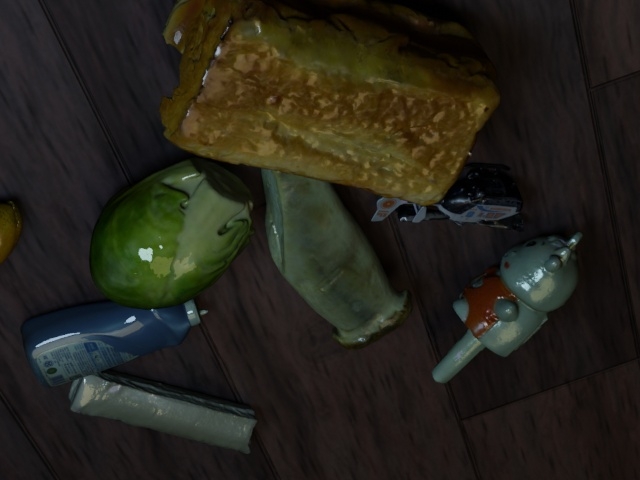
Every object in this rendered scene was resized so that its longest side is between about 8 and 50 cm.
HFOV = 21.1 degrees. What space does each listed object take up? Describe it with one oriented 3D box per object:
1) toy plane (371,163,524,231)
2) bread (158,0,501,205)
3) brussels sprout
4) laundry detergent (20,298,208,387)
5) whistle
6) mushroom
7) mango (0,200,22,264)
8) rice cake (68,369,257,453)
[{"bbox_3d":[0.155,-0.043,1.933,0.197,0.053,0.078,0,143,-24],"label":"toy plane"},{"bbox_3d":[0.006,-0.157,1.699,0.344,0.149,0.195,14,117,-28],"label":"bread"},{"bbox_3d":[-0.158,-0.001,1.800,0.161,0.143,0.180,5,136,-44],"label":"brussels sprout"},{"bbox_3d":[-0.228,0.103,1.945,0.206,0.061,0.096,-16,135,-2],"label":"laundry detergent"},{"bbox_3d":[0.221,0.076,2.037,0.102,0.106,0.253,11,127,-51],"label":"whistle"},{"bbox_3d":[-0.003,0.002,1.903,0.107,0.087,0.333,-30,132,7],"label":"mushroom"},{"bbox_3d":[-0.364,0.003,1.798,0.127,0.063,0.077,-28,129,11],"label":"mango"},{"bbox_3d":[-0.184,0.203,2.064,0.256,0.052,0.057,18,92,-32],"label":"rice cake"}]
